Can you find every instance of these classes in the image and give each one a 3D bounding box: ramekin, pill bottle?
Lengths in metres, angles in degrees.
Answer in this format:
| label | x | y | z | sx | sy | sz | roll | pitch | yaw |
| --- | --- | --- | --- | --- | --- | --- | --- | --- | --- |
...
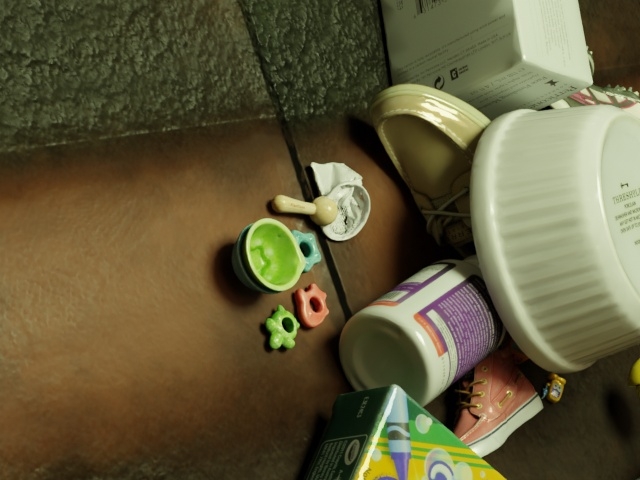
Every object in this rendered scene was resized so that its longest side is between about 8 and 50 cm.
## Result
| label | x | y | z | sx | sy | sz | roll | pitch | yaw |
| --- | --- | --- | --- | --- | --- | --- | --- | --- | --- |
| ramekin | 0.269 | -0.010 | 1.514 | 0.273 | 0.127 | 0.273 | 25 | 58 | -49 |
| pill bottle | 0.114 | 0.082 | 1.471 | 0.193 | 0.108 | 0.108 | -30 | 94 | -47 |

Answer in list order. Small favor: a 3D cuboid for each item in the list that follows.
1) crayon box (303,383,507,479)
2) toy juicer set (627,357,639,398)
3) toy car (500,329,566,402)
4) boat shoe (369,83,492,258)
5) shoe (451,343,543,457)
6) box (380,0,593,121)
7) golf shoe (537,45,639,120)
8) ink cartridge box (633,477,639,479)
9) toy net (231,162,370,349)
| label | x | y | z | sx | sy | sz | roll | pitch | yaw |
| --- | --- | --- | --- | --- | --- | --- | --- | --- | --- |
| crayon box | 0.114 | 0.305 | 1.376 | 0.323 | 0.083 | 0.203 | 42 | 54 | -25 |
| toy juicer set | 0.416 | 0.171 | 1.751 | 0.209 | 0.089 | 0.329 | 18 | 31 | -28 |
| toy car | 0.233 | 0.131 | 1.607 | 0.122 | 0.060 | 0.040 | 40 | 51 | -26 |
| boat shoe | 0.156 | -0.039 | 1.573 | 0.302 | 0.109 | 0.098 | 46 | 45 | -29 |
| shoe | 0.153 | 0.165 | 1.513 | 0.178 | 0.063 | 0.081 | -27 | 88 | -50 |
| box | 0.171 | -0.225 | 1.611 | 0.119 | 0.181 | 0.182 | 9 | 66 | -42 |
| golf shoe | 0.315 | -0.138 | 1.797 | 0.273 | 0.105 | 0.120 | 35 | 66 | -22 |
| ink cartridge box | 0.392 | 0.307 | 1.687 | 0.180 | 0.060 | 0.104 | -11 | 80 | -47 |
| toy net | 0.000 | 0.000 | 1.440 | 0.122 | 0.045 | 0.232 | 56 | 43 | -11 |
